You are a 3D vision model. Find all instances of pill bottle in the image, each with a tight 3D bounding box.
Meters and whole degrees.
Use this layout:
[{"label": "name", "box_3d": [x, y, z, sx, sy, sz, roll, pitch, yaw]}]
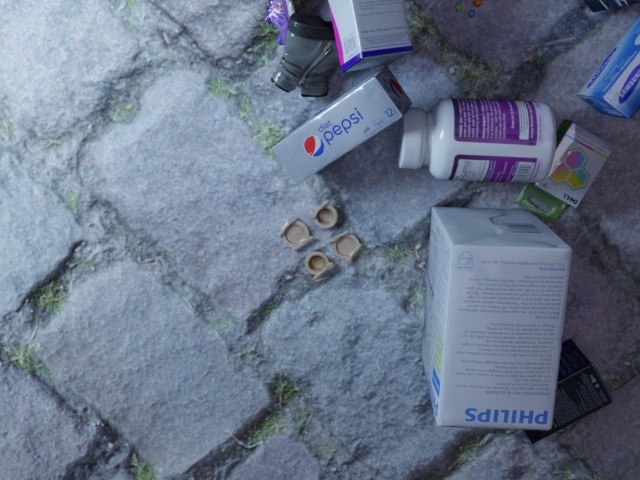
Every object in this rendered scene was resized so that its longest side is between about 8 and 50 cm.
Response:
[{"label": "pill bottle", "box_3d": [0.314, -0.206, 1.558, 0.301, 0.169, 0.169, 2, 104, 0]}]

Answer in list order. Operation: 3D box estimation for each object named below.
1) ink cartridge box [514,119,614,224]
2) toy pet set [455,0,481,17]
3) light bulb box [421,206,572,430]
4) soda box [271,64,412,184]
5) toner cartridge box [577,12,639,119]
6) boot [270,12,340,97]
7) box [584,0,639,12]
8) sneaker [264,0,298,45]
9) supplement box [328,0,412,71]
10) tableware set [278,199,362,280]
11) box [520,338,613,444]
[{"label": "ink cartridge box", "box_3d": [0.522, -0.141, 1.626, 0.109, 0.062, 0.209, 28, 103, -7]}, {"label": "toy pet set", "box_3d": [0.287, -0.530, 1.531, 0.122, 0.065, 0.114, 24, 103, -6]}, {"label": "light bulb box", "box_3d": [0.340, 0.142, 1.546, 0.225, 0.358, 0.361, 2, 105, 2]}, {"label": "soda box", "box_3d": [0.040, -0.232, 1.541, 0.286, 0.091, 0.098, -31, 102, 32]}, {"label": "toner cartridge box", "box_3d": [0.673, -0.410, 1.508, 0.075, 0.165, 0.348, 35, 101, -7]}, {"label": "boot", "box_3d": [0.026, -0.373, 1.570, 0.246, 0.083, 0.161, 4, 128, -19]}, {"label": "box", "box_3d": [0.525, -0.601, 1.369, 0.179, 0.343, 0.312, -43, 99, 8]}, {"label": "sneaker", "box_3d": [-0.087, -0.481, 1.547, 0.071, 0.068, 0.170, -13, 104, 9]}, {"label": "supplement box", "box_3d": [0.086, -0.449, 1.446, 0.113, 0.111, 0.220, -13, 93, -19]}, {"label": "tableware set", "box_3d": [0.000, 0.000, 1.686, 0.141, 0.020, 0.169, -36, 101, 8]}, {"label": "box", "box_3d": [0.518, 0.337, 1.697, 0.207, 0.153, 0.108, -30, 101, 7]}]
